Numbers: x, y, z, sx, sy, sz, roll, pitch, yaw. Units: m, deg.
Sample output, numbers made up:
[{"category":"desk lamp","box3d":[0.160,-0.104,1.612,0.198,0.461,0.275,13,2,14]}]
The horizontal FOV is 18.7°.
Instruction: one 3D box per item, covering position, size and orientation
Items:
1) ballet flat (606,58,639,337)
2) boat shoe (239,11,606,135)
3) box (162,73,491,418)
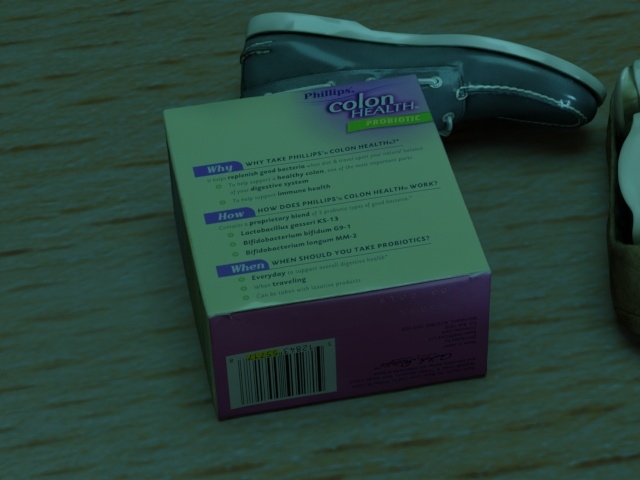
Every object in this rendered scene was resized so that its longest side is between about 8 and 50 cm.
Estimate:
[{"category":"ballet flat","box3d":[0.275,-0.069,1.573,0.116,0.124,0.342,-7,41,20]},{"category":"boat shoe","box3d":[0.083,-0.121,1.678,0.320,0.116,0.099,10,74,9]},{"category":"box","box3d":[0.000,0.000,1.524,0.214,0.117,0.243,-9,45,-7]}]
